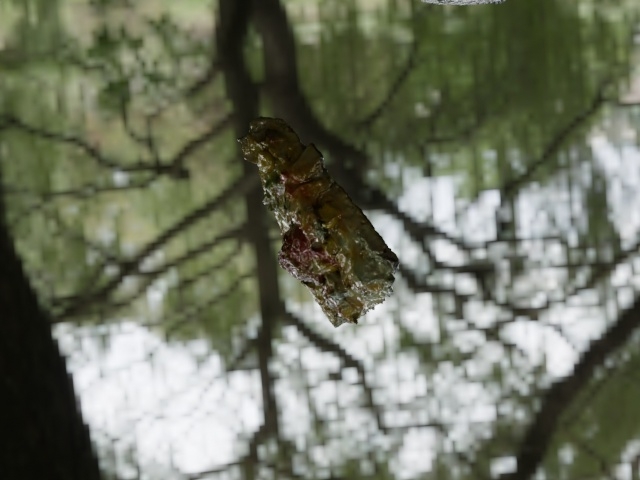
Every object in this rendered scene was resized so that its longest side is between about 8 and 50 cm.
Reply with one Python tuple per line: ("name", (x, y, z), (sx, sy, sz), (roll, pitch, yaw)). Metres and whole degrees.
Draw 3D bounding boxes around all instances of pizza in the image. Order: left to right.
("pizza", (-0.001, 0.000, 0.632), (0.025, 0.083, 0.078), (-28, -160, -15))

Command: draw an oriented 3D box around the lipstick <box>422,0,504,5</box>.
("lipstick", (0.089, -0.267, 1.174), (0.053, 0.234, 0.053), (0, -179, 0))
